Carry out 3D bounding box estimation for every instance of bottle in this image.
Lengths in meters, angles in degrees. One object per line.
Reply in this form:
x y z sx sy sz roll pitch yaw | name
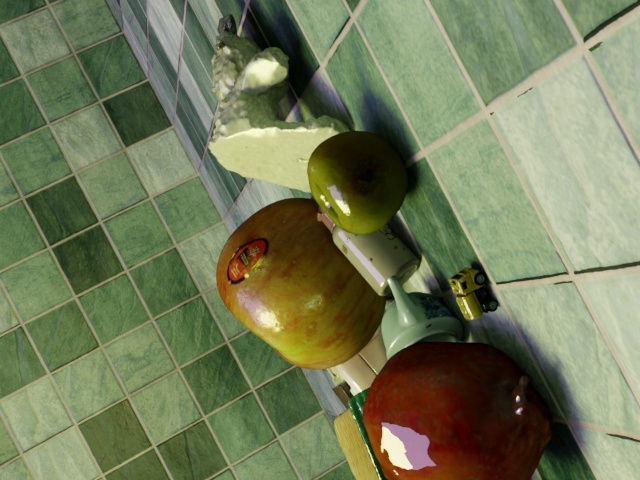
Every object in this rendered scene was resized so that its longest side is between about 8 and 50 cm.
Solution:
0.088 -0.006 1.619 0.233 0.110 0.110 50 163 20 | bottle

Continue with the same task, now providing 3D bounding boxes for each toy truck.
0.253 0.087 1.350 0.083 0.054 0.049 65 167 -8 | toy truck

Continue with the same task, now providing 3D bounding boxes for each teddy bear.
-0.086 -0.312 1.737 0.327 0.375 0.362 80 -161 -54 | teddy bear

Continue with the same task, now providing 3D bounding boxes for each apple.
-0.034 0.090 1.816 0.400 0.333 0.400 42 176 4 | apple
0.068 -0.105 1.439 0.196 0.156 0.196 57 166 21 | apple

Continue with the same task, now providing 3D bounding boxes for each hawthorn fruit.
0.243 0.315 1.403 0.308 0.324 0.309 40 -138 -51 | hawthorn fruit

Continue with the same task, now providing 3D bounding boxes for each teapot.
0.187 0.162 1.575 0.159 0.159 0.232 51 175 39 | teapot

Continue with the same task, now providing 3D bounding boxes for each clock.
0.136 0.363 2.088 0.326 0.184 0.342 59 174 -3 | clock

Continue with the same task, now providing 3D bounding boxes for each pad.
0.087 0.451 2.134 0.158 0.003 0.235 53 169 8 | pad

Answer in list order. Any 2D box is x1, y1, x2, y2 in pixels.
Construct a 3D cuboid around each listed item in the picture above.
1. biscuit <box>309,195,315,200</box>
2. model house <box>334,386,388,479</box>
0.017 -0.023 2.052 0.174 0.038 0.183 59 165 9 | biscuit
0.236 0.473 1.705 0.382 0.334 0.343 63 157 17 | model house
